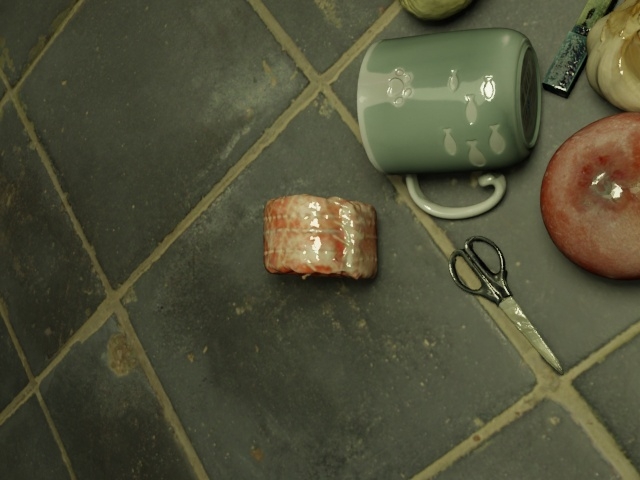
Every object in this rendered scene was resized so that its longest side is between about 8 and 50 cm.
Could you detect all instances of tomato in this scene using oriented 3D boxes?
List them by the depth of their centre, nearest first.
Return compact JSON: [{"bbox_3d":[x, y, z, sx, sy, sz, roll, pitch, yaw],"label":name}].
[{"bbox_3d":[0.484,-0.069,1.058,0.270,0.227,0.271,-1,88,35],"label":"tomato"}]

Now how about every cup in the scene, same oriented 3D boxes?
[{"bbox_3d":[0.253,-0.204,1.218,0.274,0.259,0.357,1,117,30],"label":"cup"}]

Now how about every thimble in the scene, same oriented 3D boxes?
[{"bbox_3d":[0.000,0.000,1.339,0.239,0.239,0.162,1,86,30],"label":"thimble"}]

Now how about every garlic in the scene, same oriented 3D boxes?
[{"bbox_3d":[0.521,-0.309,1.106,0.142,0.178,0.230,-8,47,56],"label":"garlic"}]

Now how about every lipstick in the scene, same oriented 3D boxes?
[{"bbox_3d":[0.496,-0.411,1.188,0.051,0.051,0.312,29,97,24],"label":"lipstick"}]

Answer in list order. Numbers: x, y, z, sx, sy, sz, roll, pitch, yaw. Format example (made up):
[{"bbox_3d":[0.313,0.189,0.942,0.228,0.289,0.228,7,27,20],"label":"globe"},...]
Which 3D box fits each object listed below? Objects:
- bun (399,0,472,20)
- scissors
[{"bbox_3d":[0.206,-0.603,1.227,0.212,0.361,0.361,-20,75,7],"label":"bun"},{"bbox_3d":[0.354,0.123,1.237,0.109,0.022,0.300,-45,67,23],"label":"scissors"}]
